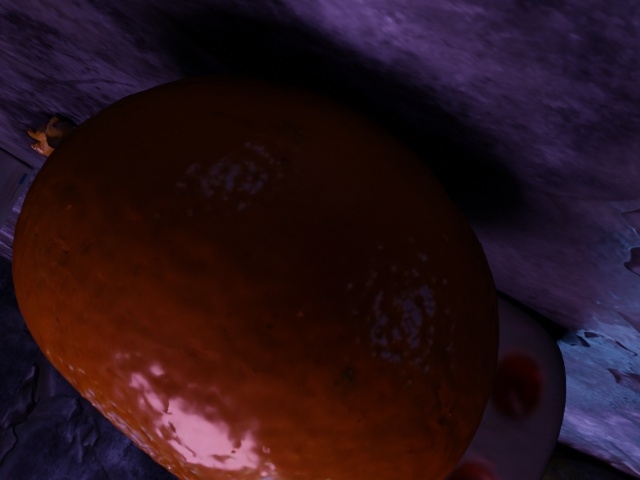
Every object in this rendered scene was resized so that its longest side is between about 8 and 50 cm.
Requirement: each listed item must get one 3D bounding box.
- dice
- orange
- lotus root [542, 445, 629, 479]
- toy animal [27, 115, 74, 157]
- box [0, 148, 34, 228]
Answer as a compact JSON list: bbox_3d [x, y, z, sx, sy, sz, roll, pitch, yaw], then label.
[{"bbox_3d":[0.101,0.209,1.280,0.277,0.304,0.304,29,167,-7],"label":"dice"},{"bbox_3d":[-0.047,0.045,0.892,0.424,0.326,0.424,39,169,9],"label":"orange"},{"bbox_3d":[0.517,0.505,1.953,0.350,0.175,0.175,25,167,8],"label":"lotus root"},{"bbox_3d":[-0.348,-0.130,1.392,0.083,0.060,0.081,16,124,43],"label":"toy animal"},{"bbox_3d":[-0.623,-0.117,1.774,0.233,0.149,0.067,36,167,-34],"label":"box"}]
